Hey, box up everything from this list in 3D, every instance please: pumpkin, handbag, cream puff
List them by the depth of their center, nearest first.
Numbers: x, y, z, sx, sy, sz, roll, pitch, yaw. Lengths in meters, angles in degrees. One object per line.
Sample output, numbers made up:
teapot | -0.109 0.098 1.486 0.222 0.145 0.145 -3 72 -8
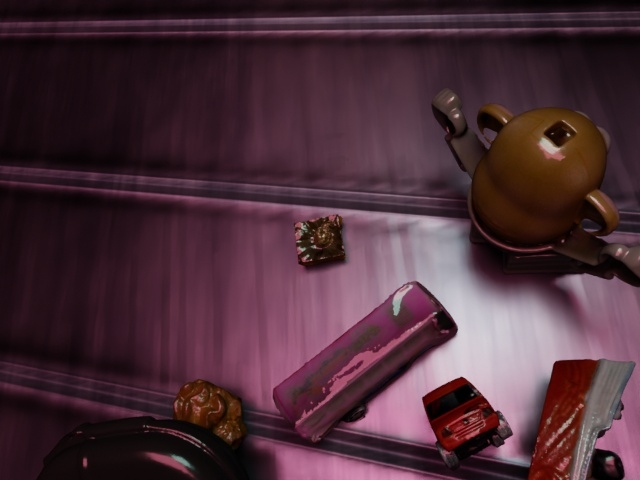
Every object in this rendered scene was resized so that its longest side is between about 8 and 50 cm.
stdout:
handbag | -0.240 0.360 0.700 0.307 0.093 0.254 -10 99 10
cream puff | -0.166 0.262 0.772 0.116 0.122 0.094 -9 50 53
pumpkin | 0.000 0.000 0.860 0.083 0.054 0.074 -11 71 4

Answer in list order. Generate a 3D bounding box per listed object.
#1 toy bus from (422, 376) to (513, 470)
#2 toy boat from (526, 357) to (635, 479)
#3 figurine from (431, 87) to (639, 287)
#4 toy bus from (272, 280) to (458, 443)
toy bus | 0.173 0.223 0.652 0.081 0.195 0.089 -28 62 2
toy boat | 0.311 0.297 0.614 0.133 0.145 0.332 11 74 27
figurine | 0.279 -0.063 0.691 0.342 0.285 0.167 25 78 23
toy bus | 0.067 0.170 0.749 0.274 0.112 0.090 -39 58 -3
